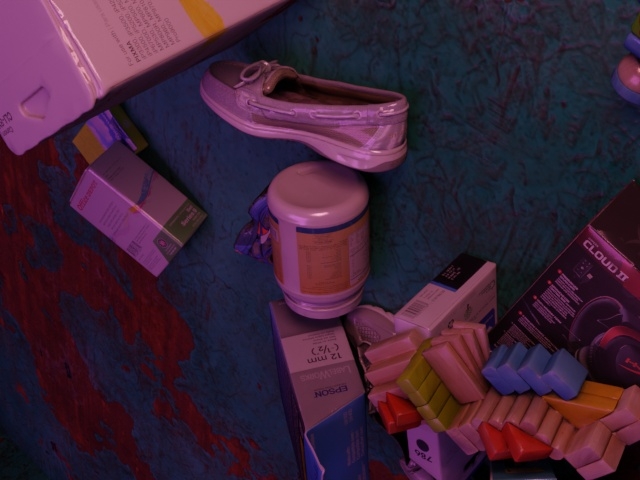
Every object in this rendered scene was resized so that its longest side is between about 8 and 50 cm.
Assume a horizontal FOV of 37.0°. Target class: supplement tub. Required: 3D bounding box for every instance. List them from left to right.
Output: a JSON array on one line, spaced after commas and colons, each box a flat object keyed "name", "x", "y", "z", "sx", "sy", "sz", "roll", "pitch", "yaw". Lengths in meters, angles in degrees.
[{"name": "supplement tub", "x": 0.000, "y": 0.000, "z": 1.385, "sx": 0.144, "sy": 0.144, "sz": 0.200, "roll": 27, "pitch": 137, "yaw": 32}]

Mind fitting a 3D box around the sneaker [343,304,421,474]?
[{"name": "sneaker", "x": 0.111, "y": 0.221, "z": 1.456, "sx": 0.281, "sy": 0.115, "sz": 0.105, "roll": 55, "pitch": 147, "yaw": 20}]

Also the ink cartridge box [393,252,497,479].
[{"name": "ink cartridge box", "x": 0.184, "y": 0.197, "z": 1.330, "sx": 0.065, "sy": 0.165, "sz": 0.333, "roll": 18, "pitch": 131, "yaw": 36}]

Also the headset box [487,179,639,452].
[{"name": "headset box", "x": 0.354, "y": 0.090, "z": 1.095, "sx": 0.218, "sy": 0.110, "sz": 0.293, "roll": 43, "pitch": 144, "yaw": 12}]

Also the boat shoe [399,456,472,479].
[{"name": "boat shoe", "x": 0.264, "y": 0.431, "z": 1.492, "sx": 0.319, "sy": 0.099, "sz": 0.116, "roll": 45, "pitch": 164, "yaw": 13}]

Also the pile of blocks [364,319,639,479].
[{"name": "pile of blocks", "x": 0.195, "y": 0.188, "z": 1.110, "sx": 0.362, "sy": 0.112, "sz": 0.149, "roll": 2, "pitch": 124, "yaw": 34}]

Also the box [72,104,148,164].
[{"name": "box", "x": -0.382, "y": -0.182, "z": 1.746, "sx": 0.109, "sy": 0.042, "sz": 0.178, "roll": 53, "pitch": 144, "yaw": -3}]

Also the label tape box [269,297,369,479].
[{"name": "label tape box", "x": 0.011, "y": 0.285, "z": 1.489, "sx": 0.348, "sy": 0.115, "sz": 0.249, "roll": -112, "pitch": 14, "yaw": -49}]

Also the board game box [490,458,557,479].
[{"name": "board game box", "x": 0.262, "y": 0.402, "z": 1.228, "sx": 0.079, "sy": 0.336, "sz": 0.254, "roll": -3, "pitch": 86, "yaw": 9}]

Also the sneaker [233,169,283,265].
[{"name": "sneaker", "x": -0.066, "y": -0.032, "z": 1.505, "sx": 0.087, "sy": 0.083, "sz": 0.221, "roll": 34, "pitch": 148, "yaw": 3}]

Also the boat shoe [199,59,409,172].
[{"name": "boat shoe", "x": -0.024, "y": -0.190, "z": 1.284, "sx": 0.320, "sy": 0.118, "sz": 0.103, "roll": 26, "pitch": 131, "yaw": 27}]

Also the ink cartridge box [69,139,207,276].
[{"name": "ink cartridge box", "x": -0.329, "y": -0.056, "z": 1.716, "sx": 0.212, "sy": 0.093, "sz": 0.154, "roll": 39, "pitch": 145, "yaw": -7}]

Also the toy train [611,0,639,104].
[{"name": "toy train", "x": 0.390, "y": -0.135, "z": 0.880, "sx": 0.248, "sy": 0.105, "sz": 0.143, "roll": 41, "pitch": 153, "yaw": 16}]

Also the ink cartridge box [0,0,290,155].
[{"name": "ink cartridge box", "x": -0.215, "y": -0.281, "z": 1.178, "sx": 0.279, "sy": 0.384, "sz": 0.160, "roll": -16, "pitch": 107, "yaw": 52}]
